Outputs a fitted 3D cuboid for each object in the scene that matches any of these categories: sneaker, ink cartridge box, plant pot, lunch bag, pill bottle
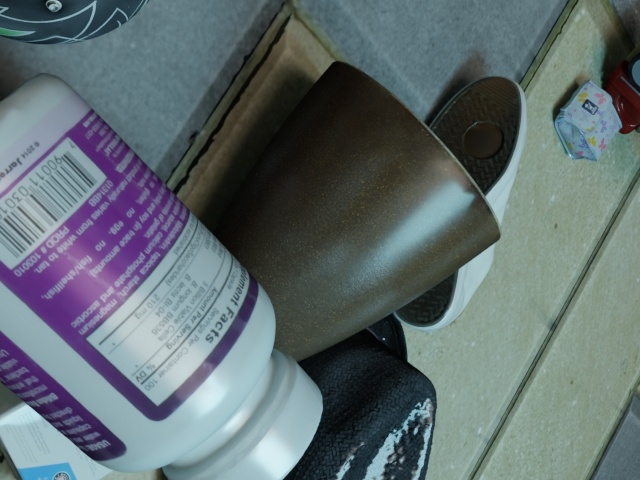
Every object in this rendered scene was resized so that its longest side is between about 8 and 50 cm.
[{"bbox_3d":[0.156,-0.038,0.899,0.290,0.106,0.123,-69,157,-1],"label":"sneaker"},{"bbox_3d":[-0.180,0.129,0.672,0.180,0.060,0.104,-30,122,-29],"label":"ink cartridge box"},{"bbox_3d":[0.000,0.000,0.709,0.230,0.215,0.215,-43,130,-2],"label":"plant pot"},{"bbox_3d":[0.346,-0.155,1.037,0.071,0.053,0.083,-49,121,-19],"label":"lunch bag"},{"bbox_3d":[-0.139,0.049,0.552,0.169,0.169,0.301,-48,110,-18],"label":"pill bottle"}]

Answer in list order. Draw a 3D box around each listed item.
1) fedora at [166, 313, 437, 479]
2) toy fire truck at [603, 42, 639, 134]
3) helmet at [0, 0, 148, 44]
[{"bbox_3d":[0.013,0.214,0.808,0.334,0.152,0.334,-16,115,-37],"label":"fedora"},{"bbox_3d":[0.484,-0.150,1.096,0.158,0.217,0.246,-34,166,-28],"label":"toy fire truck"},{"bbox_3d":[-0.175,-0.201,0.486,0.169,0.169,0.161,-49,126,-17],"label":"helmet"}]
